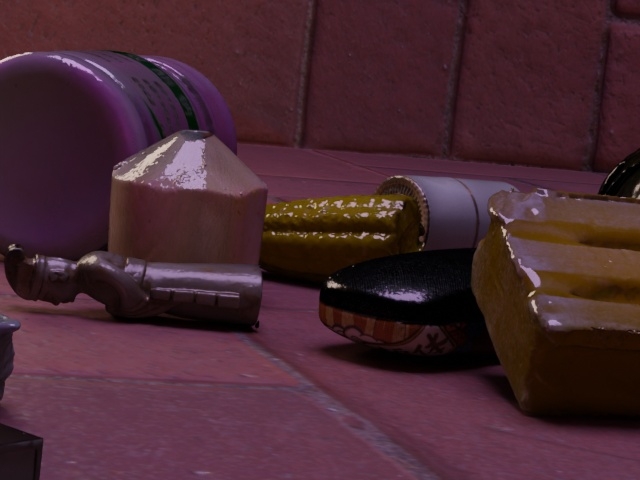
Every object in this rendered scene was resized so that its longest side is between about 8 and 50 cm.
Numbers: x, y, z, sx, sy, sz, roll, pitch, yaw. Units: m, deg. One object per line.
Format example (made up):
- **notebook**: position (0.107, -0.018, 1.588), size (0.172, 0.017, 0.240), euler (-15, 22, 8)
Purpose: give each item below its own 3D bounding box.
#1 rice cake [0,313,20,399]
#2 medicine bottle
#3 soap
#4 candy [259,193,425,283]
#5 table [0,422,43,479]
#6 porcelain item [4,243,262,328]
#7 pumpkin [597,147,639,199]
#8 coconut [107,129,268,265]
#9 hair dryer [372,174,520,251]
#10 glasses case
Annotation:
- **rice cake**: position (-0.286, 0.065, 1.107), size (0.206, 0.063, 0.069), euler (7, 1, 2)
- **medicine bottle**: position (-0.229, -0.093, 1.849), size (0.212, 0.212, 0.325), euler (8, 7, 15)
- **soap**: position (0.283, 0.053, 1.344), size (0.315, 0.091, 0.199), euler (3, 31, -13)
- **candy**: position (0.000, 0.000, 1.792), size (0.199, 0.094, 0.106), euler (1, 6, 17)
- **table**: position (-0.255, 0.079, 0.826), size (0.121, 0.111, 0.240), euler (12, 9, 37)
- **porcelain item**: position (-0.157, 0.037, 1.485), size (0.213, 0.054, 0.084), euler (5, 4, -11)
- **pumpkin**: position (0.419, -0.002, 1.728), size (0.320, 0.192, 0.320), euler (5, 5, 0)
- **coconut**: position (-0.120, -0.024, 1.612), size (0.147, 0.153, 0.147), euler (3, 8, 0)
- **hair dryer**: position (0.068, -0.023, 2.067), size (0.173, 0.108, 0.357), euler (4, 1, -39)
- **glasses case**: position (0.129, 0.050, 1.502), size (0.122, 0.082, 0.321), euler (16, 13, 39)
